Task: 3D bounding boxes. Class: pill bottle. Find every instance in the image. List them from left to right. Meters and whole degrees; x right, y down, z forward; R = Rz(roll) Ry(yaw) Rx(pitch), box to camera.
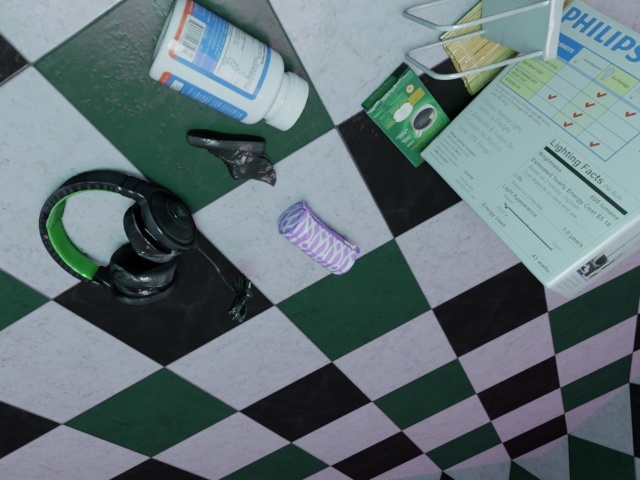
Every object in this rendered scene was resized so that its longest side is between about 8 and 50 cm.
[{"bbox_3d":[-0.134,-0.257,0.643,0.221,0.124,0.124,21,120,-32],"label":"pill bottle"}]

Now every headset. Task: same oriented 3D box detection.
[{"bbox_3d":[-0.317,0.033,0.782,0.394,0.185,0.243,22,120,-19],"label":"headset"}]

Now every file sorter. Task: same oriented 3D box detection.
[{"bbox_3d":[0.212,-0.399,0.583,0.173,0.193,0.278,-15,127,-2],"label":"file sorter"}]

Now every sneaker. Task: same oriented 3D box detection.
[{"bbox_3d":[-0.161,-0.150,0.771,0.170,0.051,0.089,0,124,-23],"label":"sneaker"}]

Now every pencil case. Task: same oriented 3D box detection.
[{"bbox_3d":[0.000,0.000,0.926,0.088,0.086,0.206,-32,133,26],"label":"pencil case"}]

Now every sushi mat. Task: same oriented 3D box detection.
[{"bbox_3d":[0.374,-0.419,0.747,0.316,0.019,0.151,-39,129,14],"label":"sushi mat"}]

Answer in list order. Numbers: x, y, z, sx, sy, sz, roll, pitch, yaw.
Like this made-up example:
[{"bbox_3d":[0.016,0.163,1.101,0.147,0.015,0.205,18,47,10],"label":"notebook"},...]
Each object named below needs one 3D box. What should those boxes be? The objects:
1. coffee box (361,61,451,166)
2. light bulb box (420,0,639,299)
[{"bbox_3d":[0.177,-0.239,0.817,0.113,0.040,0.184,-43,129,17],"label":"coffee box"},{"bbox_3d":[0.453,-0.147,0.754,0.361,0.358,0.225,-45,145,21],"label":"light bulb box"}]
